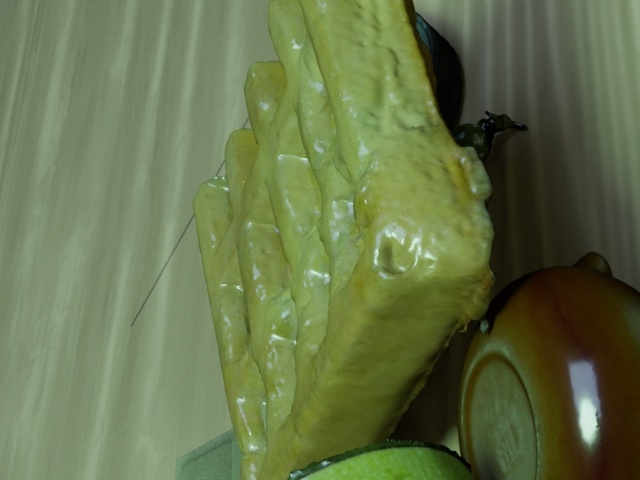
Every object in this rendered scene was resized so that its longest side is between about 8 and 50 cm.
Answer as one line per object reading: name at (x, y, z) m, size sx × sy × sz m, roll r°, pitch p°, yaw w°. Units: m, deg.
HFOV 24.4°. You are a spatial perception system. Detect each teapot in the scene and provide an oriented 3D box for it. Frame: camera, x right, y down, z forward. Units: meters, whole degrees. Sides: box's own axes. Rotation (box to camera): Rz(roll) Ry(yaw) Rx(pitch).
teapot at (0.160, 0.119, 0.793) m, size 0.178 × 0.135 × 0.252 m, roll 110°, pitch 150°, yaw -59°

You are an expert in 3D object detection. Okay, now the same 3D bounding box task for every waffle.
waffle at (0.000, 0.000, 0.959) m, size 0.348 × 0.078 × 0.304 m, roll 114°, pitch 152°, yaw -49°

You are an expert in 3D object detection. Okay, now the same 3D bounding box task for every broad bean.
broad bean at (0.075, 0.007, 1.042) m, size 0.069 × 0.039 × 0.226 m, roll 12°, pitch 75°, yaw 48°

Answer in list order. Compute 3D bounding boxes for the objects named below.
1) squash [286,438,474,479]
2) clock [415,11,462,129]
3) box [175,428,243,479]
squash at (0.059, 0.228, 0.720) m, size 0.132 × 0.132 × 0.247 m, roll -45°, pitch 42°, yaw 20°
clock at (0.034, -0.096, 1.162) m, size 0.184 × 0.040 × 0.184 m, roll -32°, pitch 44°, yaw 37°
box at (-0.069, 0.185, 1.091) m, size 0.083 × 0.035 × 0.079 m, roll -30°, pitch 44°, yaw 33°
